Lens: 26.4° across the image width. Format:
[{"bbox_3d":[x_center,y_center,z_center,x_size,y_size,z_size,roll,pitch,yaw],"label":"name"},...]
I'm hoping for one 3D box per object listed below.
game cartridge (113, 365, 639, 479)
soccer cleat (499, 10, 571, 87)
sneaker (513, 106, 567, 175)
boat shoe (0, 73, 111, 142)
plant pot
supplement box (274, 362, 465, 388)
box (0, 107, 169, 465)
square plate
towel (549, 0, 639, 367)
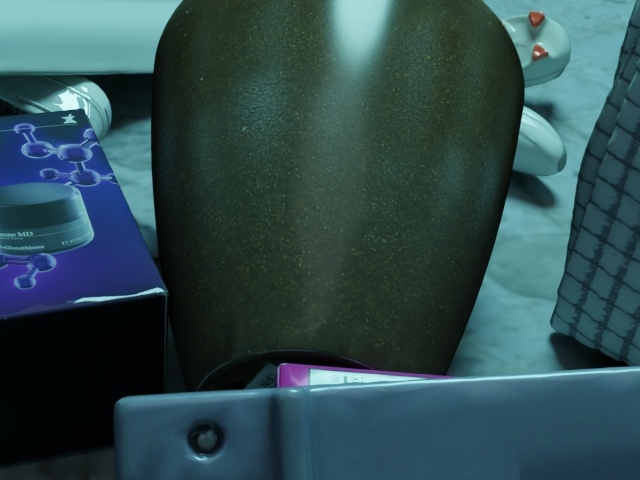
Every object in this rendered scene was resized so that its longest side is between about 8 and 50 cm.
[{"bbox_3d":[0.109,0.159,0.488,0.355,0.068,0.230,-3,75,-5],"label":"game cartridge"},{"bbox_3d":[0.088,-0.133,1.020,0.196,0.076,0.068,0,74,14],"label":"soccer cleat"},{"bbox_3d":[0.095,-0.070,0.944,0.152,0.054,0.061,22,53,24],"label":"sneaker"},{"bbox_3d":[-0.233,-0.091,0.904,0.184,0.066,0.063,21,36,2],"label":"boat shoe"},{"bbox_3d":[0.000,0.000,0.717,0.215,0.215,0.230,7,48,0],"label":"plant pot"},{"bbox_3d":[0.083,0.136,0.597,0.220,0.111,0.114,5,36,-2],"label":"supplement box"},{"bbox_3d":[-0.229,0.029,0.702,0.261,0.103,0.184,-8,36,-21],"label":"box"},{"bbox_3d":[-0.245,-0.217,1.000,0.347,0.049,0.344,37,30,32],"label":"square plate"},{"bbox_3d":[0.264,-0.031,0.713,0.235,0.284,0.121,30,40,27],"label":"towel"}]
